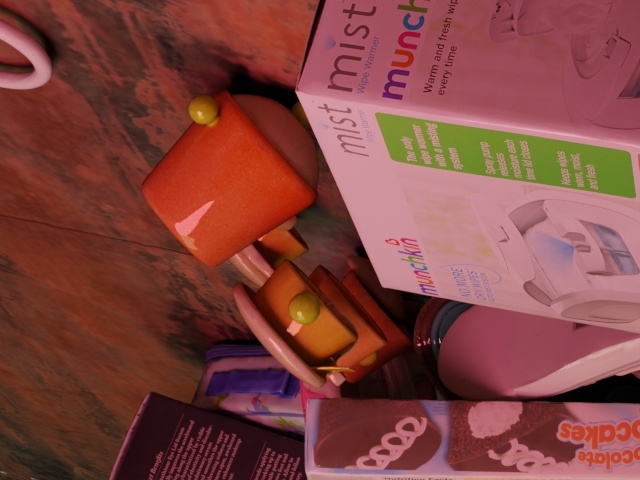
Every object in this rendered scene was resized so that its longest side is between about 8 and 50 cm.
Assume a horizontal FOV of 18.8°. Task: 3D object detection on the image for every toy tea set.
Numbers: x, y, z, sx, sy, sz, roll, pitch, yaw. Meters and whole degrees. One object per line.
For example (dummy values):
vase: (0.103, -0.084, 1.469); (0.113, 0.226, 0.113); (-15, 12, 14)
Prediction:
toy tea set: (0.000, 0.000, 1.352); (0.200, 0.124, 0.336); (49, -176, 11)

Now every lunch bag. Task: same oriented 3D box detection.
lunch bag: (-0.005, 0.158, 1.776); (0.176, 0.090, 0.219); (33, 156, -35)

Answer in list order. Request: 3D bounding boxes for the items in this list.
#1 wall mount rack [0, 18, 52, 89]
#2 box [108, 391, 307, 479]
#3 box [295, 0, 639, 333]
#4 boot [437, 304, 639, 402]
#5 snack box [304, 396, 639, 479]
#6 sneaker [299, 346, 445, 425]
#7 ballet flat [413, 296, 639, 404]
wall mount rack: (-0.372, -0.115, 1.331); (0.350, 0.130, 0.304); (21, 159, -6)
box: (-0.073, 0.238, 1.764); (0.207, 0.108, 0.153); (16, 158, 15)
box: (0.132, -0.059, 1.070); (0.231, 0.127, 0.262); (10, 159, 16)
boot: (0.213, 0.078, 1.359); (0.258, 0.095, 0.123); (-18, 142, 42)
snack box: (0.153, 0.167, 1.404); (0.321, 0.060, 0.187); (1, 160, 3)
sneaker: (0.065, 0.122, 1.574); (0.111, 0.103, 0.252); (-9, 178, 27)
ballet flat: (0.187, 0.124, 1.525); (0.316, 0.108, 0.106); (28, 170, -22)
